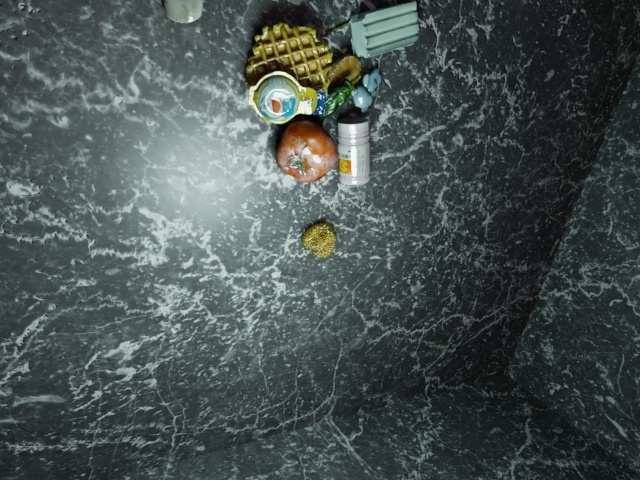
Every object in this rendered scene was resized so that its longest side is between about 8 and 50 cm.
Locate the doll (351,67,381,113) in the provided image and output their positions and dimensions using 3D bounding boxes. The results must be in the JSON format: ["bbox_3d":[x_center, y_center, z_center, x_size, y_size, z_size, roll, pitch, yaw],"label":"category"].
[{"bbox_3d":[0.176,-0.597,1.660,0.120,0.075,0.179,46,59,-44],"label":"doll"}]

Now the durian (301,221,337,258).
[{"bbox_3d":[0.000,0.000,1.807,0.168,0.137,0.158,-42,148,-24],"label":"durian"}]

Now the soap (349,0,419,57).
[{"bbox_3d":[0.239,-0.787,1.583,0.262,0.094,0.150,-25,119,-21],"label":"soap"}]

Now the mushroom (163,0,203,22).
[{"bbox_3d":[-0.403,-0.752,1.214,0.116,0.093,0.224,-3,121,-7],"label":"mushroom"}]

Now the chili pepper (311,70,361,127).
[{"bbox_3d":[0.056,-0.510,1.562,0.279,0.065,0.122,-47,173,20],"label":"chili pepper"}]

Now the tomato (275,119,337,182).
[{"bbox_3d":[-0.046,-0.328,1.551,0.232,0.232,0.188,51,43,-37],"label":"tomato"}]

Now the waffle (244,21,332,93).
[{"bbox_3d":[-0.106,-0.590,1.456,0.301,0.058,0.281,1,120,-16],"label":"waffle"}]

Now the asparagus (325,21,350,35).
[{"bbox_3d":[0.060,-0.767,1.533,0.114,0.015,0.014,-33,128,-14],"label":"asparagus"}]

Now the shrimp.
[{"bbox_3d":[0.041,-0.562,1.598,0.317,0.062,0.164,-47,135,-1],"label":"shrimp"}]

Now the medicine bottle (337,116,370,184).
[{"bbox_3d":[0.136,-0.359,1.705,0.134,0.133,0.249,-17,122,-24],"label":"medicine bottle"}]

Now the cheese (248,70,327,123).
[{"bbox_3d":[-0.110,-0.484,1.446,0.271,0.069,0.176,0,123,-18],"label":"cheese"}]
